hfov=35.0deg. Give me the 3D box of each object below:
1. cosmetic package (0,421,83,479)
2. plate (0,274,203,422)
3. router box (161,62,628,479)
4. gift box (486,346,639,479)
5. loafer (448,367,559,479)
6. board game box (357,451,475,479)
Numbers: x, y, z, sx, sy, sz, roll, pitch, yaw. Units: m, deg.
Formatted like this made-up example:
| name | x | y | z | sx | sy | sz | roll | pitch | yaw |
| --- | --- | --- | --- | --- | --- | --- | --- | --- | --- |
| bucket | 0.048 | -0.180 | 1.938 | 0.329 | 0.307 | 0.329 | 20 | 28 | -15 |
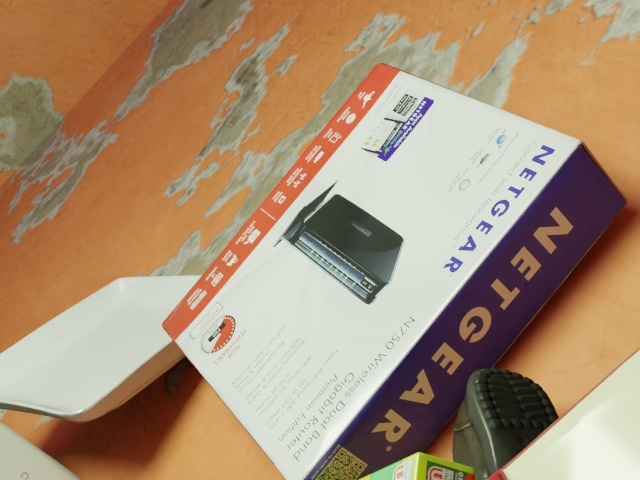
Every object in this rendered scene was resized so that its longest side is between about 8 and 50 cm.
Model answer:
| name | x | y | z | sx | sy | sz | roll | pitch | yaw |
| --- | --- | --- | --- | --- | --- | --- | --- | --- | --- |
| cosmetic package | -0.543 | 0.280 | 1.083 | 0.327 | 0.394 | 0.329 | -7 | 46 | 52 |
| plate | -0.241 | 0.122 | 1.150 | 0.277 | 0.045 | 0.278 | -2 | 26 | 43 |
| router box | 0.044 | 0.023 | 0.880 | 0.335 | 0.082 | 0.301 | -51 | 34 | -3 |
| gift box | 0.133 | 0.218 | 0.334 | 0.255 | 0.276 | 0.258 | -48 | 27 | 8 |
| loafer | 0.127 | 0.179 | 0.626 | 0.220 | 0.080 | 0.078 | -92 | 18 | -54 |
| board game box | 0.031 | 0.208 | 0.661 | 0.181 | 0.043 | 0.092 | -42 | 34 | 53 |
